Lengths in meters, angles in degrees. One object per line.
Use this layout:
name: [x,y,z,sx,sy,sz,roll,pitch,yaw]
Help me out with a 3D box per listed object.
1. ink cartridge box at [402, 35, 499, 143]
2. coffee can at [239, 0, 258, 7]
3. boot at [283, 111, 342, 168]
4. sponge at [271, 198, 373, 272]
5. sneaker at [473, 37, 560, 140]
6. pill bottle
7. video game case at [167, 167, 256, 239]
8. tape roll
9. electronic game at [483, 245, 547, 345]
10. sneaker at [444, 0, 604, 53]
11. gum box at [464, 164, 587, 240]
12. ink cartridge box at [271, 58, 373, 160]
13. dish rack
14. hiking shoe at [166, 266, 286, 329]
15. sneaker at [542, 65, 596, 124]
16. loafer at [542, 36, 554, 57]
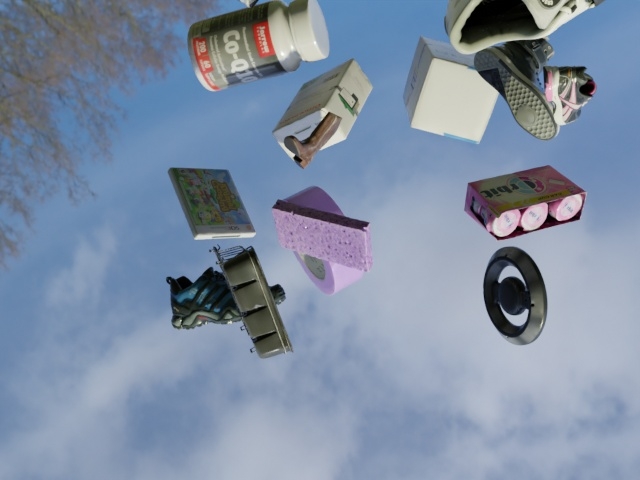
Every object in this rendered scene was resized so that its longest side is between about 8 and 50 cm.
ink cartridge box: [0.303,-0.359,1.792,0.171,0.168,0.233,13,-153,-6]
coffee can: [-0.160,-0.417,0.855,0.275,0.201,0.201,26,-136,-5]
boot: [-0.010,-0.192,1.338,0.037,0.106,0.114,39,-99,19]
sponge: [0.005,-0.009,1.520,0.210,0.117,0.031,15,-131,25]
sneaker: [0.432,-0.314,1.521,0.163,0.086,0.226,-28,-102,-35]
pill bottle: [-0.135,-0.439,1.687,0.283,0.161,0.161,-10,-141,17]
video game case: [-0.284,-0.099,2.001,0.193,0.023,0.212,-3,-120,-45]
tape roll: [0.000,0.000,1.951,0.090,0.275,0.275,-29,-135,-17]
electronic game: [0.444,0.127,1.748,0.048,0.229,0.229,-7,-142,-21]
sneaker: [0.285,-0.301,0.850,0.330,0.122,0.146,-25,-149,38]
gum box: [0.356,-0.068,1.346,0.188,0.062,0.107,-13,-143,-19]
ink cartridge box: [0.006,-0.296,1.725,0.160,0.092,0.219,-19,-148,38]
dish rack: [-0.140,0.103,1.451,0.074,0.208,0.271,-21,-168,-10]
hiking shoe: [-0.227,0.123,1.754,0.304,0.132,0.113,-12,-177,22]
sneaker: [0.436,-0.248,1.307,0.077,0.178,0.072,-3,-99,26]
loafer: [0.527,-0.485,1.932,0.102,0.092,0.268,-23,-178,12]
